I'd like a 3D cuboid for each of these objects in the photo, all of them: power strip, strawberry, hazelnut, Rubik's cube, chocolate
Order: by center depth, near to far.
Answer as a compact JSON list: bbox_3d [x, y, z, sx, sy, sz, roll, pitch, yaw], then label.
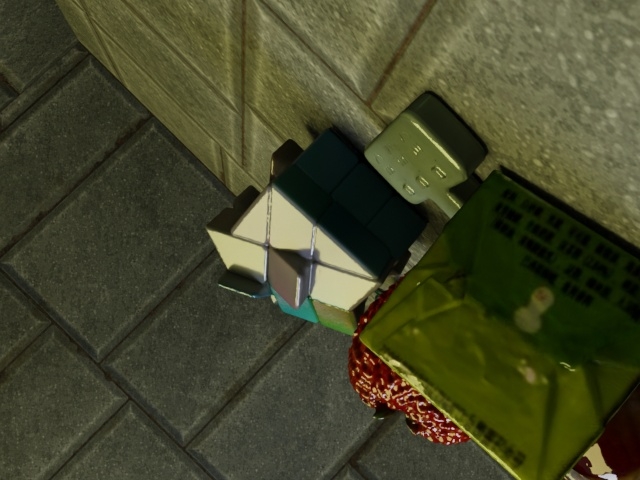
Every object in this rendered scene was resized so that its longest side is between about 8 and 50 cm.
[{"bbox_3d":[0.256,0.112,0.876,0.301,0.289,0.137,40,-179,30],"label":"chocolate"},{"bbox_3d":[0.430,0.246,0.983,0.229,0.229,0.229,43,171,8],"label":"hazelnut"},{"bbox_3d":[0.166,-0.101,1.004,0.193,0.059,0.265,45,171,-3],"label":"power strip"},{"bbox_3d":[0.221,0.180,1.212,0.312,0.267,0.351,31,125,17],"label":"strawberry"},{"bbox_3d":[0.000,0.000,1.382,0.387,0.358,0.368,44,129,-3],"label":"Rubik's cube"}]

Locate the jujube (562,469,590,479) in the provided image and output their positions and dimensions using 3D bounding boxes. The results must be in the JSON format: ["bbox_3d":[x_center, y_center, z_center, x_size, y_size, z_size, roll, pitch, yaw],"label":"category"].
[{"bbox_3d":[0.470,0.352,1.182,0.308,0.246,0.215,35,127,20],"label":"jujube"}]

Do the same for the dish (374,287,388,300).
[{"bbox_3d":[0.240,0.189,1.939,0.246,0.078,0.224,49,170,-30],"label":"dish"}]
